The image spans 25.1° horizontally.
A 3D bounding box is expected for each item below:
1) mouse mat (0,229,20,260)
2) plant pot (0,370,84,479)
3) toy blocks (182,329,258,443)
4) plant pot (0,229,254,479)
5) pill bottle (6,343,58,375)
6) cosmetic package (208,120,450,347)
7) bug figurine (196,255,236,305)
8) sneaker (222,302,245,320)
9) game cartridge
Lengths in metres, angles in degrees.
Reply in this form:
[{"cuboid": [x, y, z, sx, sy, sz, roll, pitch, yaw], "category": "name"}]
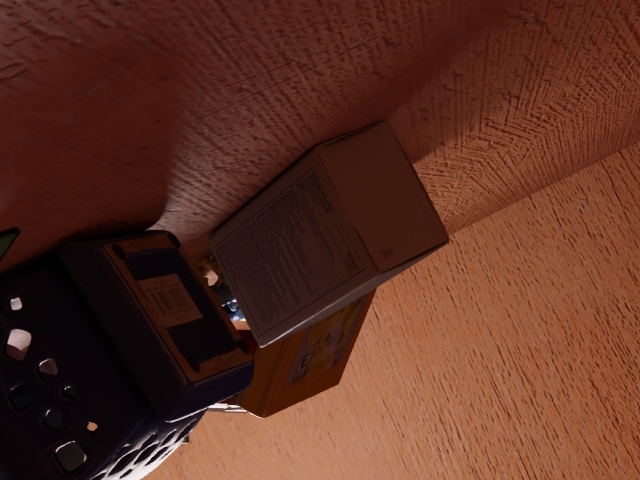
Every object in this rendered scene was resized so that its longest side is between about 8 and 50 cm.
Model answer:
[{"cuboid": [-0.354, 0.042, 1.280, 0.152, 0.007, 0.189, -23, 172, -29], "category": "mouse mat"}, {"cuboid": [-0.372, 0.215, 1.582, 0.165, 0.166, 0.234, 11, -169, 30], "category": "plant pot"}, {"cuboid": [-0.225, 0.184, 2.036, 0.381, 0.191, 0.261, 2, 169, -8], "category": "toy blocks"}, {"cuboid": [-0.218, 0.118, 1.471, 0.212, 0.236, 0.236, -35, 172, 19], "category": "plant pot"}, {"cuboid": [-0.424, 0.213, 1.752, 0.272, 0.152, 0.152, -22, 173, -40], "category": "pill bottle"}, {"cuboid": [0.000, 0.000, 1.672, 0.113, 0.160, 0.309, -23, 174, -33], "category": "cosmetic package"}, {"cuboid": [-0.109, 0.048, 2.033, 0.279, 0.072, 0.216, -30, 172, 39], "category": "bug figurine"}, {"cuboid": [-0.082, 0.084, 2.355, 0.240, 0.091, 0.126, -29, 172, 36], "category": "sneaker"}, {"cuboid": [0.017, 0.070, 1.969, 0.285, 0.052, 0.324, -12, 128, -67], "category": "game cartridge"}]
